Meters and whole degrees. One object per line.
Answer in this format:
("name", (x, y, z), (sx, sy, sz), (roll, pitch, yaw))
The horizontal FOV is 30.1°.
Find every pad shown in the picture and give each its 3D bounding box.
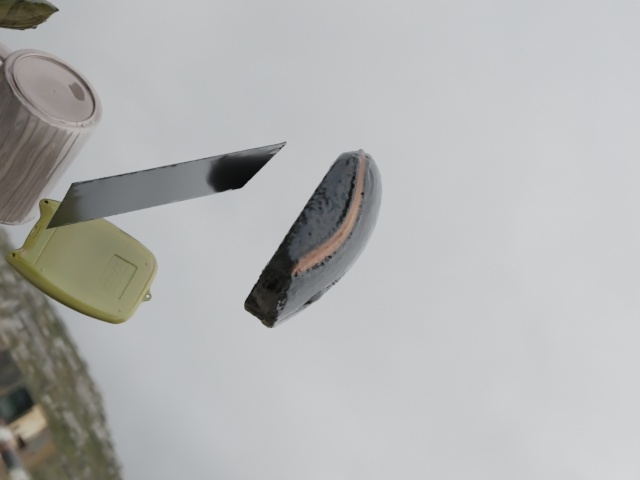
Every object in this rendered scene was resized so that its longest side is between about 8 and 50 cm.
("pad", (-0.174, -0.060, 1.325), (0.170, 0.245, 0.006), (-38, -112, 63))

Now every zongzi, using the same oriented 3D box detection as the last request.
("zongzi", (-0.322, -0.241, 1.249), (0.083, 0.076, 0.040), (20, -72, 60))

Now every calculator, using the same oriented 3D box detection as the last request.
("calculator", (-0.376, 0.035, 1.923), (0.236, 0.157, 0.033), (29, -19, -7))

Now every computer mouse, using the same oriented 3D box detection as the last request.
("computer mouse", (0.005, 0.002, 1.806), (0.116, 0.323, 0.183), (31, -23, 5))

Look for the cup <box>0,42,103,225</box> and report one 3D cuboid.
("cup", (-0.559, -0.215, 2.198), (0.273, 0.208, 0.288), (-45, -131, 32))
